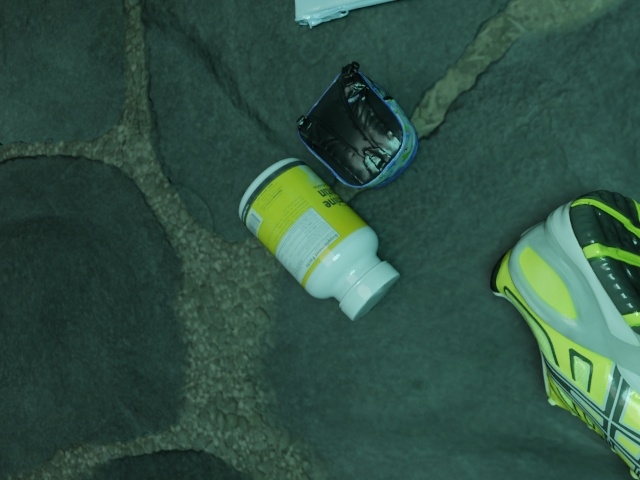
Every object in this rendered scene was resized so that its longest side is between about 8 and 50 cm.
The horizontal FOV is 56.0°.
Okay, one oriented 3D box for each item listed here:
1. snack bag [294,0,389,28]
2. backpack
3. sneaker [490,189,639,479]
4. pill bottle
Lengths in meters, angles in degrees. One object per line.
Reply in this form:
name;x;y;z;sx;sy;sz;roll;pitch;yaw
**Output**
snack bag;0.104;-0.431;0.655;0.323;0.037;0.343;-4;96;24
backpack;0.049;-0.116;0.667;0.105;0.084;0.114;-46;69;20
sneaker;0.305;0.143;0.557;0.147;0.145;0.385;-36;78;53
pill bottle;0.000;0.000;0.685;0.184;0.103;0.103;46;109;16
